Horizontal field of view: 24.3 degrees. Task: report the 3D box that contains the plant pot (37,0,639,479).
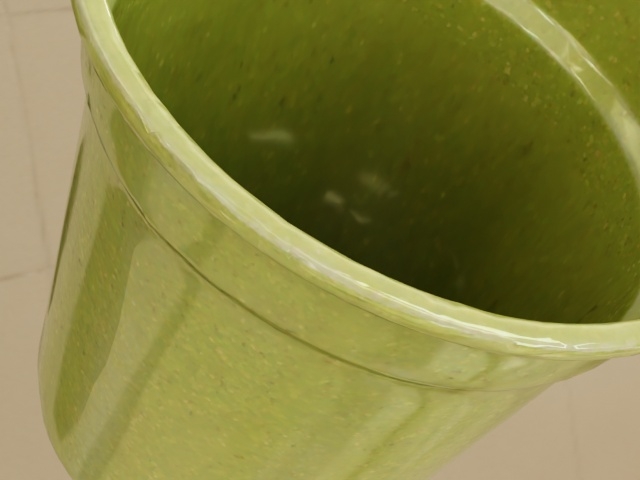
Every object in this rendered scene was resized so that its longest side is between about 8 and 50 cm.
[{"bbox_3d":[0.000,0.000,0.613,0.276,0.254,0.276,15,47,-16],"label":"plant pot"}]
